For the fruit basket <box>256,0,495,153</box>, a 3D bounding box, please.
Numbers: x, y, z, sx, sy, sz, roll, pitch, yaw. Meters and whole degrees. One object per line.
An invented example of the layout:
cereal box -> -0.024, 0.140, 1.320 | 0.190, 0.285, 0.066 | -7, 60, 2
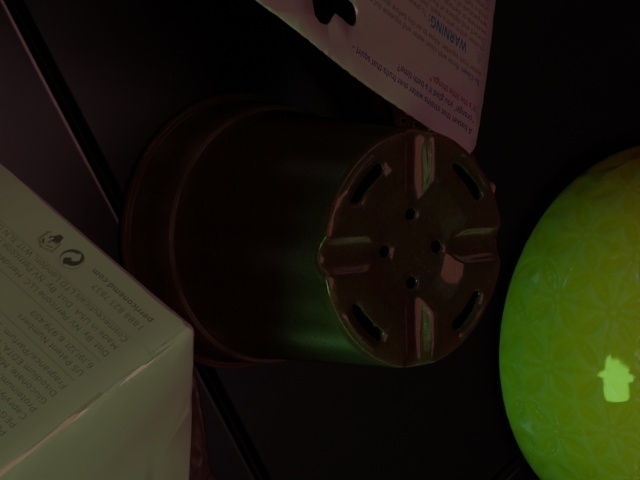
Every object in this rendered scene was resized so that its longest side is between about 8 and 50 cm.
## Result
fruit basket -> 0.012, -0.262, 0.755 | 0.327, 0.165, 0.353 | 27, 72, -51

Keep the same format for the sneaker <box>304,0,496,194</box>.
sneaker -> 0.055, -0.098, 0.924 | 0.066, 0.071, 0.188 | -45, 119, -26

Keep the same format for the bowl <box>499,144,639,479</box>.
bowl -> 0.287, 0.076, 1.041 | 0.289, 0.156, 0.289 | -3, 97, -29

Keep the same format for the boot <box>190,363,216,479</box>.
boot -> -0.101, 0.130, 0.841 | 0.106, 0.037, 0.114 | -28, 115, -47

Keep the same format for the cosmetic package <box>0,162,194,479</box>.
cosmetic package -> -0.183, 0.123, 0.649 | 0.225, 0.138, 0.224 | -39, 156, -30

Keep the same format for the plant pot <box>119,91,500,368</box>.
plant pot -> 0.000, 0.000, 0.830 | 0.167, 0.165, 0.167 | -4, 97, -37
